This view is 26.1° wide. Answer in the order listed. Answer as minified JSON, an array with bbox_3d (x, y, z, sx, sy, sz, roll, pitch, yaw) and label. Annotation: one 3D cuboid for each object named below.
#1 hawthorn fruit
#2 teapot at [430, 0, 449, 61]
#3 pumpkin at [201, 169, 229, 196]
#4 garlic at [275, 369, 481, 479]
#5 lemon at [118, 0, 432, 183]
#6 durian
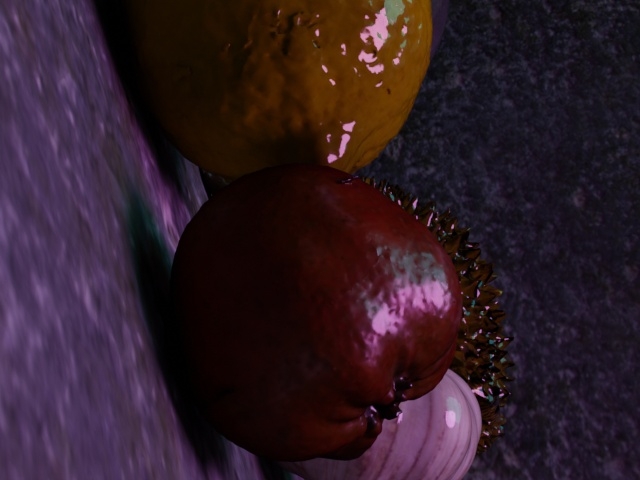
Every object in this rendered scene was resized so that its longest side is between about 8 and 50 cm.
[{"bbox_3d":[-0.014,0.032,0.866,0.202,0.185,0.185,56,-3,19],"label":"hawthorn fruit"},{"bbox_3d":[-0.008,-0.214,1.456,0.253,0.300,0.344,48,1,6],"label":"teapot"},{"bbox_3d":[-0.094,-0.051,1.336,0.083,0.028,0.050,78,-8,-77],"label":"pumpkin"},{"bbox_3d":[0.022,0.187,1.114,0.199,0.199,0.226,-68,172,-86],"label":"garlic"},{"bbox_3d":[-0.034,-0.172,1.087,0.245,0.245,0.320,67,10,-59],"label":"lemon"},{"bbox_3d":[0.067,0.079,1.322,0.258,0.258,0.293,-95,178,-79],"label":"durian"}]
